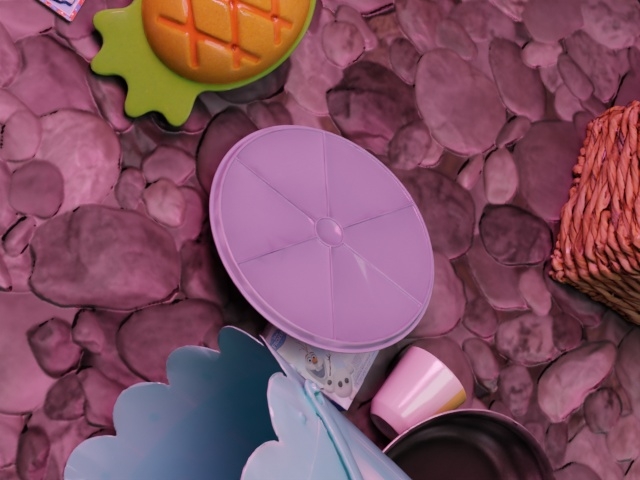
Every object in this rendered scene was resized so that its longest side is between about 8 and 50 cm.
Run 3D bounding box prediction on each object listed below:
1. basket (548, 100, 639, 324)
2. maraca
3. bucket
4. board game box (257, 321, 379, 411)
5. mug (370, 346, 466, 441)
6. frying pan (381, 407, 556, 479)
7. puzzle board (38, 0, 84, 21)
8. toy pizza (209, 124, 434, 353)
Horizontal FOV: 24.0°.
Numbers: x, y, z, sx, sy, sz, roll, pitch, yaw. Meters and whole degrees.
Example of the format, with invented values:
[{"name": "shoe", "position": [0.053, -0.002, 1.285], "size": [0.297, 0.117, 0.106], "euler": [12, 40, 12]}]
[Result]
[{"name": "basket", "position": [0.393, -0.016, 1.318], "size": [0.299, 0.223, 0.214], "euler": [28, 69, -21]}, {"name": "maraca", "position": [-0.089, -0.170, 1.156], "size": [0.185, 0.099, 0.127], "euler": [-38, 98, -2]}, {"name": "bucket", "position": [-0.061, 0.219, 1.007], "size": [0.183, 0.281, 0.281], "euler": [38, 65, -22]}, {"name": "board game box", "position": [0.004, 0.074, 1.203], "size": [0.090, 0.020, 0.090], "euler": [38, 66, -17]}, {"name": "mug", "position": [0.079, 0.134, 1.210], "size": [0.078, 0.062, 0.064], "euler": [42, 70, 10]}, {"name": "frying pan", "position": [0.062, 0.277, 1.181], "size": [0.197, 0.053, 0.326], "euler": [40, 82, -27]}, {"name": "puzzle board", "position": [-0.200, -0.244, 1.153], "size": [0.096, 0.011, 0.128], "euler": [34, 66, -20]}, {"name": "toy pizza", "position": [0.000, 0.000, 1.188], "size": [0.201, 0.032, 0.201], "euler": [16, 55, -24]}]
